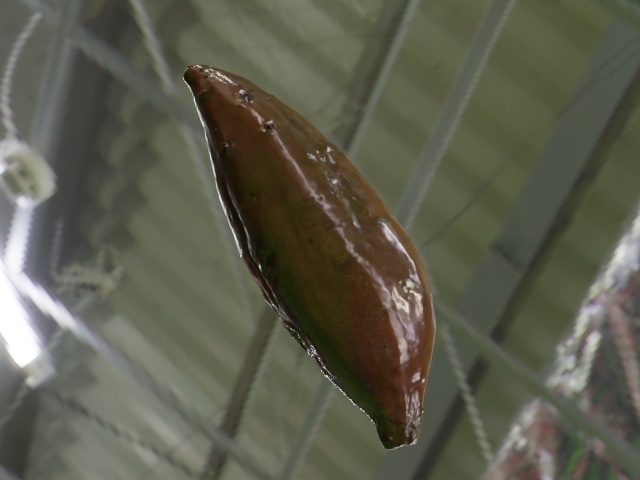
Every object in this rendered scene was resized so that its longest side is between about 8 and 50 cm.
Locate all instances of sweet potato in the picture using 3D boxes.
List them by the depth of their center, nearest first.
[{"bbox_3d":[0.000,0.000,0.382,0.034,0.034,0.095,-35,-96,52],"label":"sweet potato"}]
